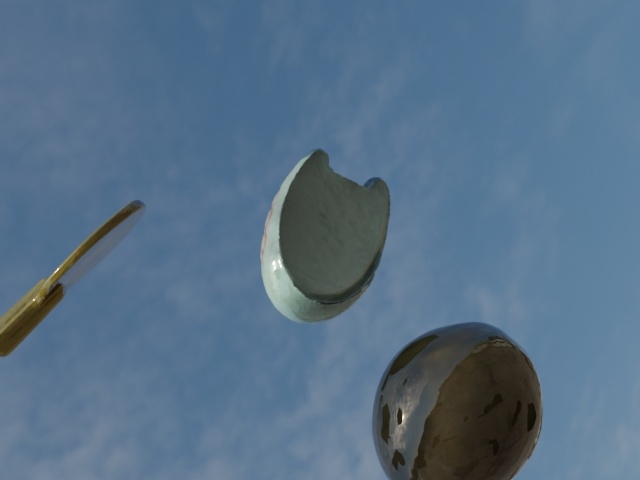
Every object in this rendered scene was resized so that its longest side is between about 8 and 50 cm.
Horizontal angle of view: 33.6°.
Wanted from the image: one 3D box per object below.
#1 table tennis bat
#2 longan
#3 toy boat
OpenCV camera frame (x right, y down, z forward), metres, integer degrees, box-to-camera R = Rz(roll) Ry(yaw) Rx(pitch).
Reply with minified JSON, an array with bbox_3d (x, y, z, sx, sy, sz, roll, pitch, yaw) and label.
[{"bbox_3d":[-0.383,0.055,1.601,0.321,0.050,0.198,-44,2,-3],"label":"table tennis bat"},{"bbox_3d":[0.127,0.176,1.021,0.185,0.159,0.204,-41,-27,-42],"label":"longan"},{"bbox_3d":[0.000,0.000,1.159,0.134,0.079,0.207,27,-123,-17],"label":"toy boat"}]
